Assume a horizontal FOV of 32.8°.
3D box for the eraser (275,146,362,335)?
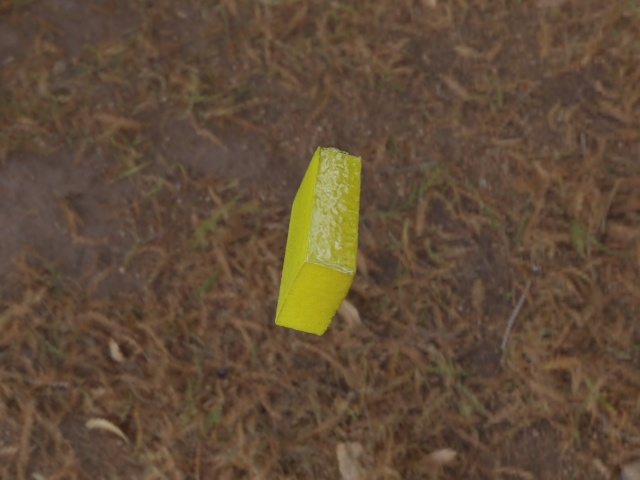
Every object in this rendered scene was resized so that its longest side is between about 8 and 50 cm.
[{"bbox_3d":[0.000,0.000,0.890,0.045,0.097,0.122,13,52,-8],"label":"eraser"}]
